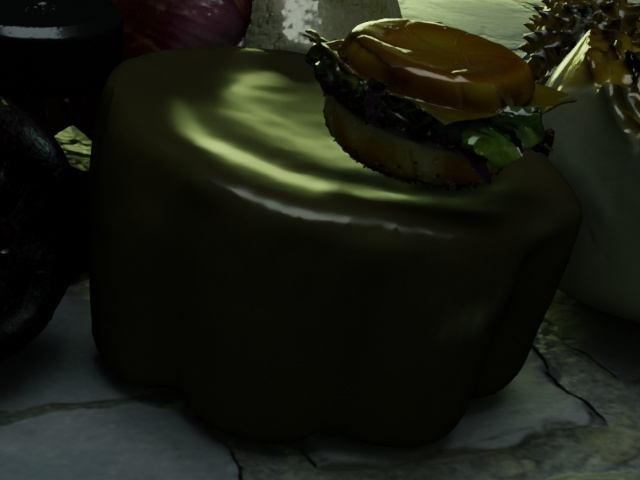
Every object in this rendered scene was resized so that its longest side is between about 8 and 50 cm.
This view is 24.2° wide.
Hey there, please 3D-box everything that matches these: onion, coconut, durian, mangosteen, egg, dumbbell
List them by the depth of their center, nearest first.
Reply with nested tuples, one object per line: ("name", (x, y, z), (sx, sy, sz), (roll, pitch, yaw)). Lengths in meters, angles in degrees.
("mangosteen", (-0.279, -0.017, 1.057), (0.216, 0.216, 0.216), (7, 26, -3))
("dumbbell", (-0.241, -0.091, 1.215), (0.152, 0.218, 0.152), (6, 25, -3))
("egg", (0.245, -0.032, 1.259), (0.174, 0.264, 0.286), (-27, -9, 15))
("onion", (-0.170, -0.197, 1.312), (0.230, 0.230, 0.163), (32, 5, 40))
("coconut", (-0.031, -0.184, 1.447), (0.227, 0.227, 0.230), (5, 63, -9))
("durian", (0.275, -0.152, 1.502), (0.183, 0.138, 0.250), (-22, 68, -3))

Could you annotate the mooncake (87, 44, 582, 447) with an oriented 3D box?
("mooncake", (0.000, 0.000, 1.148), (0.378, 0.201, 0.378), (11, 24, -5))

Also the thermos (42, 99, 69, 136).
("thermos", (-0.347, -0.134, 1.421), (0.330, 0.136, 0.110), (-5, 62, -26))

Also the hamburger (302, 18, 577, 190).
("hamburger", (0.075, -0.091, 1.027), (0.164, 0.093, 0.189), (-4, 28, -32))

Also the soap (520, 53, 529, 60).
("soap", (0.349, -0.142, 1.633), (0.293, 0.077, 0.156), (21, 8, 22))
